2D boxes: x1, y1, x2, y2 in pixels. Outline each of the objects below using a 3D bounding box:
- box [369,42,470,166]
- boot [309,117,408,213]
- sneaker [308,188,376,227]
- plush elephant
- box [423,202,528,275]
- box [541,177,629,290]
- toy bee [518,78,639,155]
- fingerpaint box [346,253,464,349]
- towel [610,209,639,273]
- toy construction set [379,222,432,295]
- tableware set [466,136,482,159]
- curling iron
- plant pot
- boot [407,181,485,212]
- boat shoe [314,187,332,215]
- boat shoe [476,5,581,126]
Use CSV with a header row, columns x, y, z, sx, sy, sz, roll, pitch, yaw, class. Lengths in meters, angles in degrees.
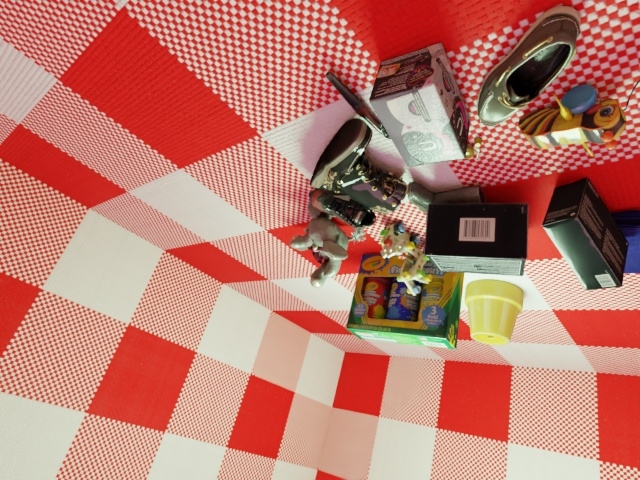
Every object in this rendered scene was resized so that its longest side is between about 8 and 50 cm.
x,y,z,sx,sy,sz,roll,pitch,yaw,class
0.253,-0.316,1.017,0.163,0.142,0.247,-3,149,35,box
0.146,-0.211,1.293,0.284,0.138,0.377,24,157,-13,boot
0.089,-0.116,1.483,0.276,0.098,0.135,20,-165,-30,sneaker
0.000,0.000,1.671,0.330,0.272,0.255,-29,150,19,plush elephant
0.518,0.001,1.376,0.296,0.183,0.294,2,166,24,box
0.758,-0.016,1.183,0.261,0.184,0.103,49,147,-15,box
0.581,-0.264,0.908,0.195,0.162,0.298,24,153,-12,toy bee
0.369,0.250,1.810,0.444,0.371,0.163,-1,151,34,fingerpaint box
0.964,0.009,1.337,0.227,0.076,0.308,-3,148,45,towel
0.321,0.056,1.631,0.151,0.215,0.327,-5,147,36,toy construction set
0.374,-0.273,1.173,0.154,0.024,0.104,8,150,20,tableware set
0.116,-0.365,1.123,0.274,0.035,0.068,32,146,-31,curling iron
0.784,0.338,1.896,0.253,0.239,0.254,13,153,6,plant pot
0.407,-0.144,1.346,0.208,0.076,0.189,3,166,40,boot
0.061,-0.121,1.594,0.233,0.079,0.084,30,152,-30,boat shoe
0.433,-0.347,0.906,0.109,0.091,0.305,18,154,-4,boat shoe
